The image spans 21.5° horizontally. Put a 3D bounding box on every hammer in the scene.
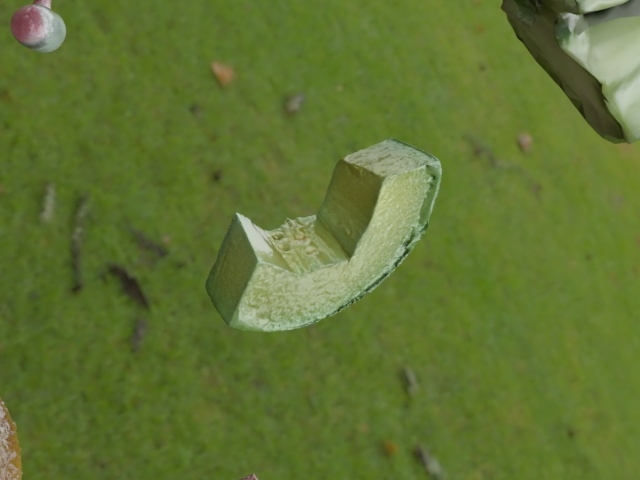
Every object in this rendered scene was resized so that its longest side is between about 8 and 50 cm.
[{"bbox_3d":[-0.190,-0.172,1.166,0.052,0.031,0.083,18,81,-84],"label":"hammer"}]

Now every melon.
[{"bbox_3d":[0.000,0.000,1.396,0.064,0.209,0.118,45,-31,40],"label":"melon"}]

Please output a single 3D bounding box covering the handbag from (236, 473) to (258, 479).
[{"bbox_3d":[-0.064,0.298,1.339,0.212,0.157,0.059,55,-22,35],"label":"handbag"}]

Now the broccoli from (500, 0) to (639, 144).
[{"bbox_3d":[0.213,-0.171,0.729,0.249,0.302,0.375,-101,168,-50],"label":"broccoli"}]

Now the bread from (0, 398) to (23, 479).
[{"bbox_3d":[-0.419,0.193,1.541,0.305,0.159,0.305,14,52,-18],"label":"bread"}]
